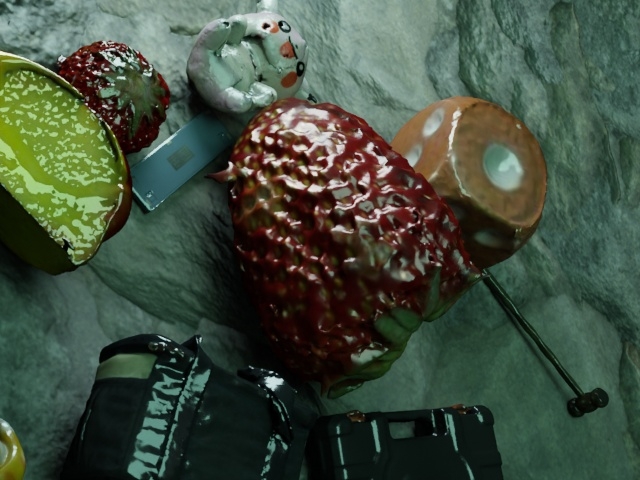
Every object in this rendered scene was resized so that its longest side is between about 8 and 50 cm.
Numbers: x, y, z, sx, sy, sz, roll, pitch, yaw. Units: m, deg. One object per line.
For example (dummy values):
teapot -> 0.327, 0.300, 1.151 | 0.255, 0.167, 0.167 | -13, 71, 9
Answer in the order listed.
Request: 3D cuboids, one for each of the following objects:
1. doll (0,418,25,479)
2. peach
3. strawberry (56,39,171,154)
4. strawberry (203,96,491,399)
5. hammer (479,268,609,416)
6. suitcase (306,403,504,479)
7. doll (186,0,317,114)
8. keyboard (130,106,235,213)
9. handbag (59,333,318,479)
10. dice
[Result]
doll -> -0.349, 0.255, 1.279 | 0.162, 0.166, 0.270 | -6, 73, -43
peach -> -0.316, -0.094, 1.455 | 0.267, 0.154, 0.159 | 44, 58, -5
strawberry -> -0.237, -0.168, 1.599 | 0.145, 0.086, 0.145 | 15, 65, -35
strawberry -> -0.001, 0.000, 1.629 | 0.343, 0.292, 0.292 | 45, 47, 7
hammer -> 0.299, 0.128, 1.957 | 0.292, 0.058, 0.029 | 52, 42, -5
suitcase -> 0.115, 0.309, 1.707 | 0.285, 0.066, 0.206 | 2, 72, -40
doll -> -0.087, -0.220, 1.741 | 0.192, 0.095, 0.149 | -25, 95, -45
keyboard -> -0.171, -0.098, 1.673 | 0.055, 0.014, 0.176 | 53, 48, -9
handbag -> -0.137, 0.212, 1.463 | 0.254, 0.181, 0.181 | 30, 62, -28
dice -> 0.186, -0.073, 1.856 | 0.175, 0.179, 0.174 | 28, 57, -23
